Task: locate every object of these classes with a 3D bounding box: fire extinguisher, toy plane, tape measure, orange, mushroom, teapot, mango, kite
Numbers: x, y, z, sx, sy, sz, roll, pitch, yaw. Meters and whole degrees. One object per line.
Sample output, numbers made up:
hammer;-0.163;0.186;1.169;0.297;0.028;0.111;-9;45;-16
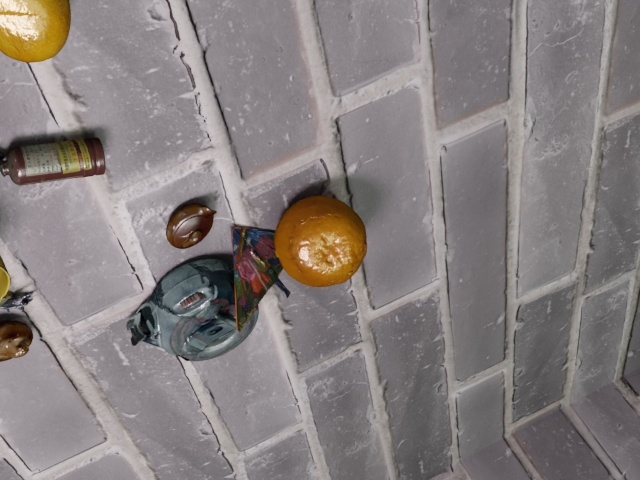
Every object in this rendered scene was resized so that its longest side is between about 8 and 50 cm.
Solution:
fire extinguisher;-0.539;-0.131;1.726;0.252;0.075;0.106;-11;137;-25
toy plane;-0.647;0.133;1.946;0.078;0.031;0.083;-35;174;39
tape measure;-0.281;0.177;2.163;0.275;0.147;0.256;-43;140;14
orange;0.000;0.002;2.128;0.219;0.193;0.219;1;105;6
mushroom;-0.689;0.219;1.986;0.109;0.085;0.126;-14;163;23
teapot;-0.280;-0.029;2.002;0.129;0.078;0.098;-46;139;15
mango;-0.491;-0.402;1.456;0.157;0.109;0.262;-14;134;-7
kite;-0.142;0.056;2.132;0.234;0.016;0.321;54;51;-25

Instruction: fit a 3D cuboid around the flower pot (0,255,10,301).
flower pot;-0.697;0.035;1.711;0.195;0.179;0.195;-17;139;-16

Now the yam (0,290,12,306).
yam;-0.714;0.135;1.895;0.146;0.069;0.070;-41;140;9
